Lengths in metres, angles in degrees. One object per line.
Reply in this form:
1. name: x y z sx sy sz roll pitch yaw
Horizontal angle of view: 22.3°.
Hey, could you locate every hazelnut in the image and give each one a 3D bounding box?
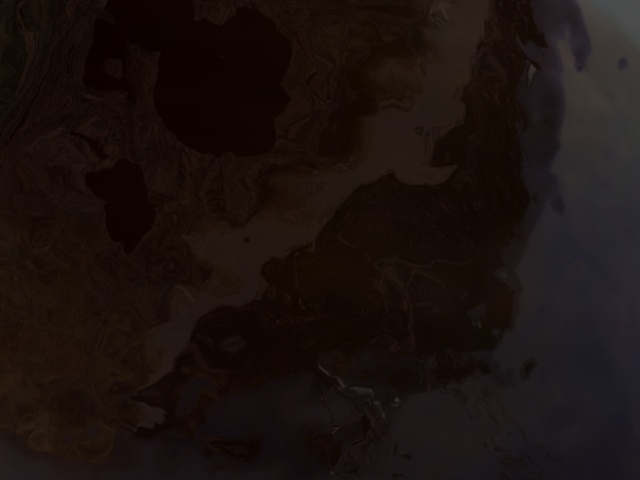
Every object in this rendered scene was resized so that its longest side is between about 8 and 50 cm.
1. hazelnut: -0.009 -0.003 0.635 0.365 0.366 0.366 -21 -153 11
